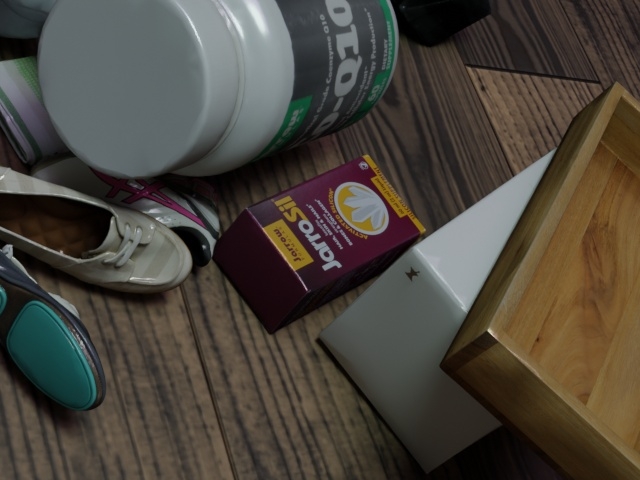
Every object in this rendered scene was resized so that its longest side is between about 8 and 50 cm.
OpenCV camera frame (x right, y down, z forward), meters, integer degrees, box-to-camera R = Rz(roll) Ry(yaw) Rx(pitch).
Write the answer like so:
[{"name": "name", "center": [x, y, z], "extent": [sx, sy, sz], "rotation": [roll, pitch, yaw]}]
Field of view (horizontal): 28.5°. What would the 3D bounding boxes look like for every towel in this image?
[{"name": "towel", "center": [-0.248, -0.131, 1.215], "extent": [0.152, 0.023, 0.113], "rotation": [-21, 73, -46]}]

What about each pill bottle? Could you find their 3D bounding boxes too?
[{"name": "pill bottle", "center": [-0.084, -0.172, 1.172], "extent": [0.204, 0.204, 0.361], "rotation": [49, 29, 7]}]

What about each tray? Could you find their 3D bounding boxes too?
[{"name": "tray", "center": [0.269, 0.039, 1.156], "extent": [0.203, 0.076, 0.411], "rotation": [42, 43, -5]}]

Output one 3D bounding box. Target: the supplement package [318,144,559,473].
[{"name": "supplement package", "center": [0.175, 0.061, 1.249], "extent": [0.177, 0.175, 0.293], "rotation": [52, 44, 7]}]

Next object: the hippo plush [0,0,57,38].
[{"name": "hippo plush", "center": [-0.302, -0.303, 1.142], "extent": [0.236, 0.294, 0.234], "rotation": [13, 72, -37]}]

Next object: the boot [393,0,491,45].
[{"name": "boot", "center": [0.039, -0.496, 1.558], "extent": [0.367, 0.146, 0.445], "rotation": [25, 44, -47]}]

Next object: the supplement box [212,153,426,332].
[{"name": "supplement box", "center": [0.000, 0.000, 1.241], "extent": [0.188, 0.081, 0.104], "rotation": [-26, 75, -44]}]

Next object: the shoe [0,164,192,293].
[{"name": "shoe", "center": [-0.213, -0.005, 1.087], "extent": [0.219, 0.077, 0.058], "rotation": [21, 4, -16]}]

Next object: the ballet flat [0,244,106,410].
[{"name": "ballet flat", "center": [-0.242, 0.056, 1.036], "extent": [0.203, 0.074, 0.074], "rotation": [39, 43, 6]}]

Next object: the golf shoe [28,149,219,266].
[{"name": "golf shoe", "center": [-0.174, -0.029, 1.149], "extent": [0.186, 0.067, 0.086], "rotation": [13, 52, -27]}]
